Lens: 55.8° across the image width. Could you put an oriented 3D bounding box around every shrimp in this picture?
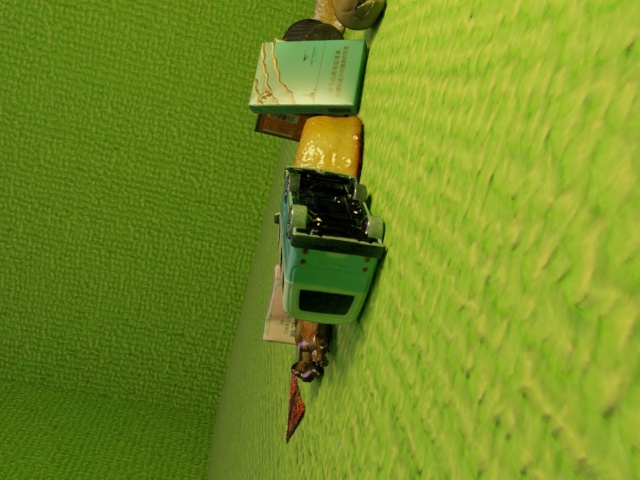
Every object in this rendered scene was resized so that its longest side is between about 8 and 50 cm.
[{"bbox_3d":[-0.022,0.175,1.037,0.254,0.059,0.145,-95,17,-63],"label":"shrimp"}]

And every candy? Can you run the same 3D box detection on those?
[{"bbox_3d":[-0.060,0.130,1.220,0.073,0.092,0.160,-133,54,-85],"label":"candy"}]

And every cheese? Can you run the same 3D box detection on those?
[{"bbox_3d":[0.086,-0.514,1.225,0.175,0.091,0.202,115,164,-49],"label":"cheese"}]

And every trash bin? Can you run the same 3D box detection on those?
[{"bbox_3d":[-0.009,-0.521,1.639,0.161,0.176,0.175,-147,70,-69],"label":"trash bin"}]

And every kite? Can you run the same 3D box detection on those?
[{"bbox_3d":[-0.056,0.339,1.174,0.222,0.008,0.125,-128,51,-78],"label":"kite"}]

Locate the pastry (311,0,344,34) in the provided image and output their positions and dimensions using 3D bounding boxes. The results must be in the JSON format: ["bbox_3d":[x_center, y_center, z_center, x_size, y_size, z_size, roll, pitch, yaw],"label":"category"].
[{"bbox_3d":[0.038,-0.699,1.674,0.089,0.122,0.258,-45,-30,-35],"label":"pastry"}]

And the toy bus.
[{"bbox_3d":[0.000,0.000,0.913,0.271,0.133,0.164,-101,21,-63],"label":"toy bus"}]

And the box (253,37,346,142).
[{"bbox_3d":[-0.040,-0.334,1.407,0.148,0.195,0.177,122,158,-65],"label":"box"}]

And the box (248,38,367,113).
[{"bbox_3d":[-0.026,-0.342,1.261,0.041,0.229,0.161,54,-138,-64],"label":"box"}]

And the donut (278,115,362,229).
[{"bbox_3d":[-0.008,-0.107,1.178,0.303,0.110,0.302,-167,90,-82],"label":"donut"}]
